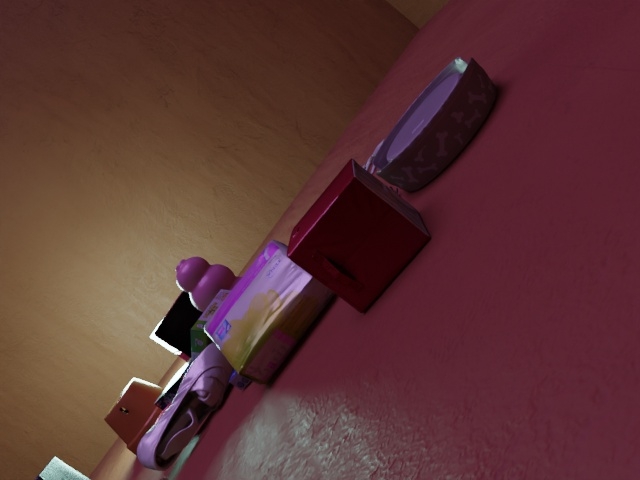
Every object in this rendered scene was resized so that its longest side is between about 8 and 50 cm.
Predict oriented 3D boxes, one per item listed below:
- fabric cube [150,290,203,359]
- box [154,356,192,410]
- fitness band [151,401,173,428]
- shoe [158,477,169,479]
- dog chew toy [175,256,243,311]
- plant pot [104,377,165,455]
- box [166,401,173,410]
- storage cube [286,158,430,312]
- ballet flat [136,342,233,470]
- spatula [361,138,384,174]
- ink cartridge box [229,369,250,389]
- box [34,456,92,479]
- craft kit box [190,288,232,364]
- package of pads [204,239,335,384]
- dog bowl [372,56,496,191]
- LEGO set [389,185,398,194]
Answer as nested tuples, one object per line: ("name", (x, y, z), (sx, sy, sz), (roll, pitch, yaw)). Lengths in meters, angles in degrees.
("fabric cube", (-0.524, 0.359, 2.419), (0.254, 0.259, 0.258), (-58, 10, -20))
("box", (-0.516, 0.516, 2.169), (0.233, 0.044, 0.159), (-46, 9, 36))
("fitness band", (-0.526, 0.608, 2.170), (0.291, 0.054, 0.209), (-47, 8, 26))
("shoe", (-0.345, 0.604, 1.292), (0.076, 0.058, 0.219), (-34, 12, -6))
("dog chew toy", (-0.357, 0.179, 2.030), (0.207, 0.331, 0.206), (-52, 9, 11))
("plant pot", (-0.752, 0.711, 2.418), (0.291, 0.203, 0.291), (-52, 10, 13))
("box", (-0.416, 0.500, 1.853), (0.105, 0.043, 0.179), (-50, -9, 18))
("storage cube", (0.069, -0.017, 1.118), (0.193, 0.183, 0.215), (-50, 10, 16))
("ballet flat", (-0.351, 0.468, 1.631), (0.400, 0.139, 0.139), (-54, 9, -17))
("spatula", (0.162, -0.253, 2.049), (0.168, 0.019, 0.242), (-46, 12, 34))
("ink cartridge box", (-0.151, 0.287, 1.499), (0.207, 0.046, 0.097), (-48, 11, 28))
("box", (-0.567, 0.696, 1.269), (0.296, 0.294, 0.183), (-55, 7, -12))
("craft kit box", (-0.335, 0.321, 1.840), (0.247, 0.060, 0.250), (-68, -16, -64))
("package of pads", (-0.123, 0.165, 1.384), (0.296, 0.101, 0.229), (-53, 40, -2))
("dog bowl", (0.259, -0.260, 1.338), (0.349, 0.102, 0.349), (-52, 9, 12))
("LEGO set", (0.176, -0.099, 1.420), (0.054, 0.023, 0.083), (-41, 28, 60))
